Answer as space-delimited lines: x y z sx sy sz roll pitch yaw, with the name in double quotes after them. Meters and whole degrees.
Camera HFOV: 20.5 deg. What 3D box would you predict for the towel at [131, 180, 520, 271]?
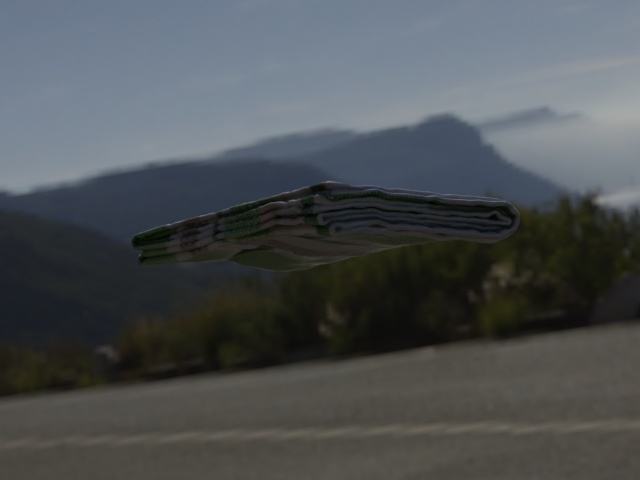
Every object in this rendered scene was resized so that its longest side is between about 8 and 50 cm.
0.000 0.000 0.797 0.113 0.023 0.152 5 -11 -37 "towel"
